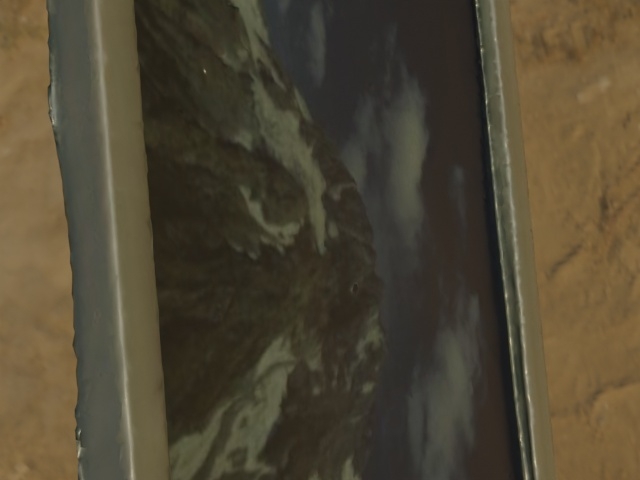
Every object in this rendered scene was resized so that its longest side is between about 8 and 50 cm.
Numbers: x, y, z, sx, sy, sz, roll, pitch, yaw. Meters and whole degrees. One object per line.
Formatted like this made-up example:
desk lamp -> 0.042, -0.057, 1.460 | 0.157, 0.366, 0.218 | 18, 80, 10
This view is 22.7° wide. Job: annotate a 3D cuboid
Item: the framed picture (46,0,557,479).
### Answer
framed picture -> 0.005, 0.003, 0.408 | 0.019, 0.209, 0.281 | -7, 87, 33
